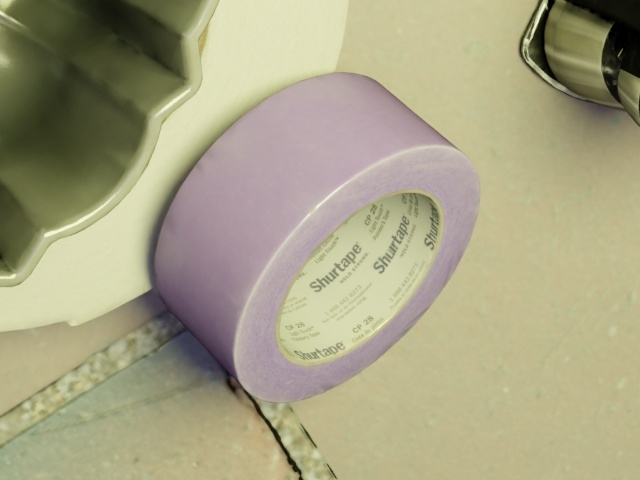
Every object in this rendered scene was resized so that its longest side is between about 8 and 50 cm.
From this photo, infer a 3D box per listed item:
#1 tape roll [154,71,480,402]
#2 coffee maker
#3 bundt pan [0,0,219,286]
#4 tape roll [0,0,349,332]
[{"bbox_3d":[0.000,0.000,0.914,0.189,0.080,0.189,-31,146,-25],"label":"tape roll"},{"bbox_3d":[0.211,-0.147,0.923,0.120,0.178,0.171,-3,108,-15],"label":"coffee maker"},{"bbox_3d":[-0.212,-0.130,0.674,0.331,0.124,0.330,-17,124,-27],"label":"bundt pan"},{"bbox_3d":[-0.168,-0.130,0.832,0.392,0.072,0.392,-13,121,-22],"label":"tape roll"}]
